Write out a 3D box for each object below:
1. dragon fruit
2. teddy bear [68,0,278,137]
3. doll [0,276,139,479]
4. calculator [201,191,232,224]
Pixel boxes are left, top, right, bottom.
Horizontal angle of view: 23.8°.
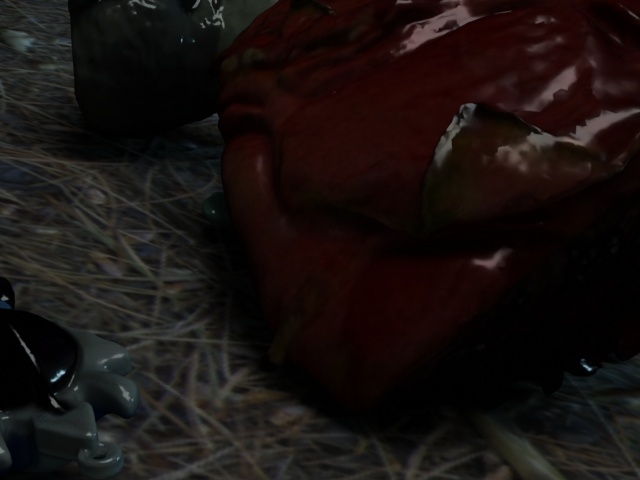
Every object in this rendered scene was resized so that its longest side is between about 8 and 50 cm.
[{"bbox_3d":[0.067,-0.097,0.833,0.286,0.228,0.329,-9,54,-43],"label":"dragon fruit"},{"bbox_3d":[-0.062,-0.138,1.076,0.251,0.144,0.171,3,-18,-15],"label":"teddy bear"},{"bbox_3d":[-0.140,0.054,0.633,0.096,0.070,0.195,-21,30,-34],"label":"doll"},{"bbox_3d":[0.000,0.000,0.942,0.153,0.021,0.095,14,20,-3],"label":"calculator"}]
